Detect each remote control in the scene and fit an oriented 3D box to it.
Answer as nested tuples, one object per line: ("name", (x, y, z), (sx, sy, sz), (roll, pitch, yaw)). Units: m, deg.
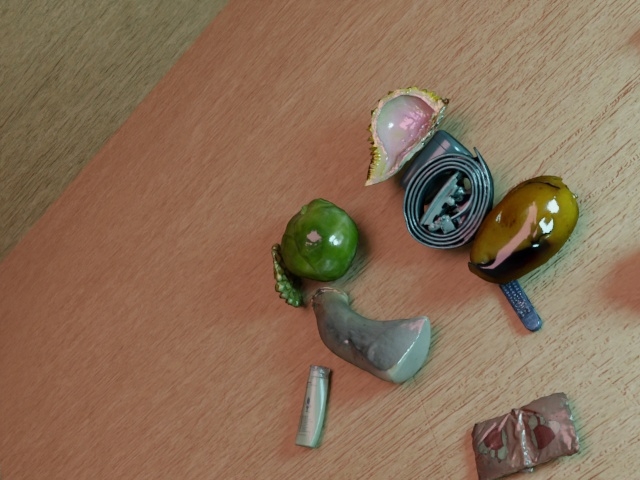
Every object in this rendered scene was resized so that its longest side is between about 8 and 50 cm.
("remote control", (0.453, 0.144, 1.702), (0.043, 0.027, 0.152), (-46, 44, 24))

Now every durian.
("durian", (0.214, -0.269, 2.028), (0.185, 0.196, 0.305), (35, 97, 16))

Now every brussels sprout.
("brussels sprout", (0.000, 0.000, 2.070), (0.244, 0.244, 0.244), (-21, 57, 35))

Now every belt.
("belt", (0.315, -0.106, 1.832), (0.206, 0.116, 0.267), (26, 103, 16))

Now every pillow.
("pillow", (0.424, 0.416, 1.576), (0.248, 0.049, 0.135), (-33, 49, 32))

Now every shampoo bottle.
("shampoo bottle", (-0.020, 0.434, 1.978), (0.072, 0.049, 0.212), (-12, 61, 44))

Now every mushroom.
("mushroom", (0.098, 0.231, 1.920), (0.397, 0.126, 0.177), (17, 72, 47))

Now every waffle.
("waffle", (-0.091, 0.100, 2.132), (0.036, 0.169, 0.183), (-16, 68, 18))

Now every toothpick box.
("toothpick box", (0.294, -0.184, 1.949), (0.184, 0.120, 0.120), (-49, 45, 17))

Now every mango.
("mango", (0.449, -0.020, 1.690), (0.287, 0.153, 0.201), (-41, 44, 16))
